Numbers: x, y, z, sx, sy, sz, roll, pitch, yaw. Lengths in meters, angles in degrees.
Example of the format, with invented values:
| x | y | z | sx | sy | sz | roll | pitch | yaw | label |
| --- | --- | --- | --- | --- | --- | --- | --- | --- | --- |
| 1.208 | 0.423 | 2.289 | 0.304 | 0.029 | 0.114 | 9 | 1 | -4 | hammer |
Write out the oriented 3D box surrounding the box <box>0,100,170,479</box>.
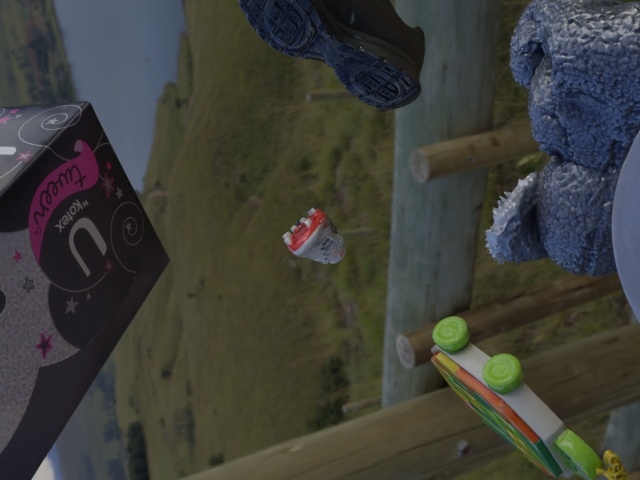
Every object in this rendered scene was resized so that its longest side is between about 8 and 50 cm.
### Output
| x | y | z | sx | sy | sz | roll | pitch | yaw | label |
| --- | --- | --- | --- | --- | --- | --- | --- | --- | --- |
| -0.237 | 0.037 | 0.476 | 0.247 | 0.142 | 0.163 | -67 | -30 | -44 | box |

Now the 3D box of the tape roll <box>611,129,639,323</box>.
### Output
| x | y | z | sx | sy | sz | roll | pitch | yaw | label |
| --- | --- | --- | --- | --- | --- | --- | --- | --- | --- |
| 0.241 | -0.009 | 0.282 | 0.219 | 0.072 | 0.219 | 21 | 128 | 28 | tape roll |

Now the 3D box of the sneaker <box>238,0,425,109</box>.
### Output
| x | y | z | sx | sy | sz | roll | pitch | yaw | label |
| --- | --- | --- | --- | --- | --- | --- | --- | --- | --- |
| 0.017 | -0.289 | 0.902 | 0.109 | 0.286 | 0.130 | -26 | 38 | 53 | sneaker |

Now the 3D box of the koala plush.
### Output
| x | y | z | sx | sy | sz | roll | pitch | yaw | label |
| --- | --- | --- | --- | --- | --- | --- | --- | --- | --- |
| 0.228 | -0.068 | 0.551 | 0.203 | 0.196 | 0.221 | -41 | -37 | -67 | koala plush |

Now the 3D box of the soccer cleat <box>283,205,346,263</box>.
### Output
| x | y | z | sx | sy | sz | roll | pitch | yaw | label |
| --- | --- | --- | --- | --- | --- | --- | --- | --- | --- |
| 0.000 | 0.000 | 0.419 | 0.035 | 0.029 | 0.083 | 47 | -173 | -3 | soccer cleat |

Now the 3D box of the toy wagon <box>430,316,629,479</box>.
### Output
| x | y | z | sx | sy | sz | roll | pitch | yaw | label |
| --- | --- | --- | --- | --- | --- | --- | --- | --- | --- |
| 0.302 | 0.261 | 1.059 | 0.267 | 0.068 | 0.344 | 52 | 172 | -34 | toy wagon |
